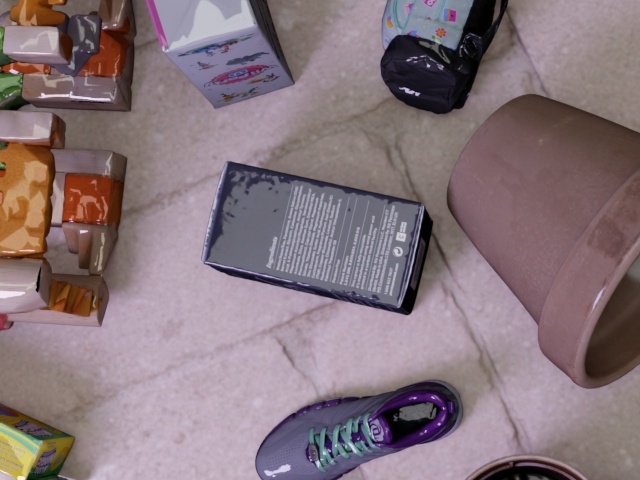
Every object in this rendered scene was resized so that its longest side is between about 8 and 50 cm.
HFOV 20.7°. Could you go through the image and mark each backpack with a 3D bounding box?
[{"bbox_3d":[0.125,-0.236,1.777,0.115,0.152,0.182,19,75,-1],"label":"backpack"}]

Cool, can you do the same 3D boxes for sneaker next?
[{"bbox_3d":[0.033,0.192,1.771,0.224,0.098,0.083,-21,83,4],"label":"sneaker"}]

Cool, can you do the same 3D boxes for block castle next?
[{"bbox_3d":[-0.327,-0.136,1.741,0.213,0.303,0.453,3,85,8],"label":"block castle"}]

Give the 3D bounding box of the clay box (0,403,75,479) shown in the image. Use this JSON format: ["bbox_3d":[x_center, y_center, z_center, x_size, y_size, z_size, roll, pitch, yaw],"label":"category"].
[{"bbox_3d":[-0.348,0.193,1.802,0.222,0.127,0.053,22,89,8],"label":"clay box"}]

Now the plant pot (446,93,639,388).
[{"bbox_3d":[0.251,-0.023,1.705,0.229,0.263,0.263,39,90,25],"label":"plant pot"}]

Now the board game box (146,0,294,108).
[{"bbox_3d":[-0.117,-0.268,1.725,0.097,0.303,0.224,-18,83,5],"label":"board game box"}]

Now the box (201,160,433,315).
[{"bbox_3d":[0.000,0.000,1.764,0.207,0.153,0.108,13,86,7],"label":"box"}]

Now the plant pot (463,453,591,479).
[{"bbox_3d":[0.203,0.288,1.709,0.167,0.165,0.167,-1,86,7],"label":"plant pot"}]
